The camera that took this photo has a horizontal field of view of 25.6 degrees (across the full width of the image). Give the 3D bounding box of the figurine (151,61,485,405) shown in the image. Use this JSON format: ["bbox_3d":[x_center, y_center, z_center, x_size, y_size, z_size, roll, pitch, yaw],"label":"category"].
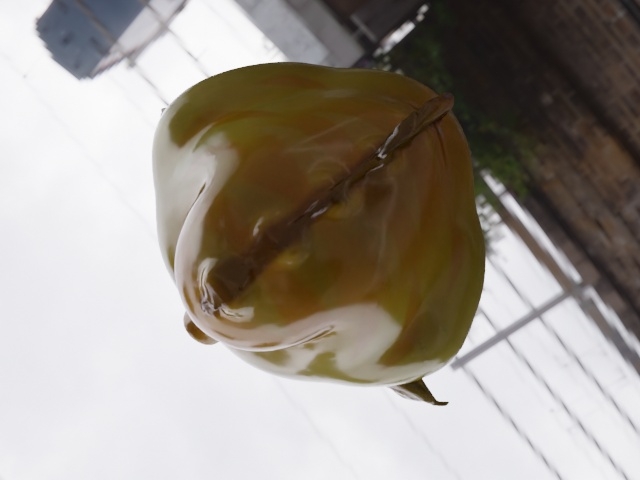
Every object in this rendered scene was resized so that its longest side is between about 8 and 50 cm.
[{"bbox_3d":[0.000,0.000,0.571,0.131,0.246,0.156,-44,-91,-7],"label":"figurine"}]
